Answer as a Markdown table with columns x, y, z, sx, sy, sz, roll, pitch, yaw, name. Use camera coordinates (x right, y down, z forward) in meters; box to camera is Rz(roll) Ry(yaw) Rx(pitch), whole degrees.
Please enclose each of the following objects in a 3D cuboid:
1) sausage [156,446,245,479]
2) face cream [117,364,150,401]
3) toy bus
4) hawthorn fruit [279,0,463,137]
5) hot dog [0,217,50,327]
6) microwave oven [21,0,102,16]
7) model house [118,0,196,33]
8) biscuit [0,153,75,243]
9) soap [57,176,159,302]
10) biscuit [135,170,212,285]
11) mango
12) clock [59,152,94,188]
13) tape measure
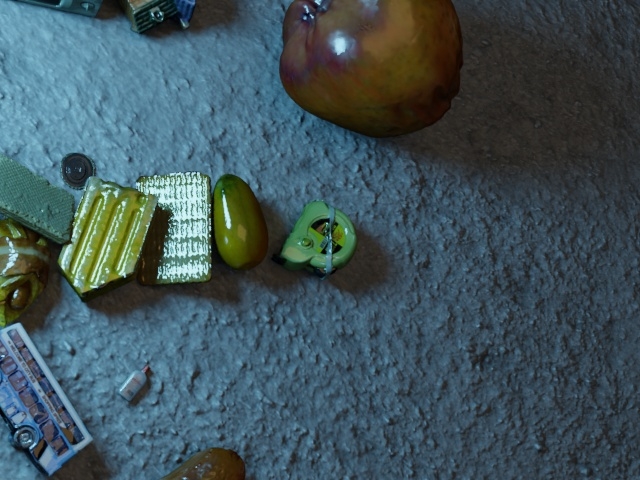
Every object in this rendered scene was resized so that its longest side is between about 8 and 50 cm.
| x | y | z | sx | sy | sz | roll | pitch | yaw | name |
| --- | --- | --- | --- | --- | --- | --- | --- | --- | --- |
| -0.270 | 0.533 | 1.664 | 0.258 | 0.133 | 0.133 | -28 | 92 | -30 | sausage |
| -0.397 | 0.304 | 1.708 | 0.040 | 0.021 | 0.083 | 43 | 64 | -12 | face cream |
| -0.582 | 0.313 | 1.568 | 0.131 | 0.106 | 0.297 | -32 | 96 | -31 | toy bus |
| 0.143 | -0.465 | 1.920 | 0.471 | 0.471 | 0.472 | 6 | 76 | -26 | hawthorn fruit |
| -0.601 | 0.048 | 1.603 | 0.123 | 0.093 | 0.262 | 35 | 53 | -62 | hot dog |
| -0.614 | -0.636 | 1.718 | 0.295 | 0.181 | 0.238 | 6 | 74 | -26 | microwave oven |
| -0.371 | -0.569 | 1.844 | 0.182 | 0.166 | 0.172 | -31 | 97 | -17 | model house |
| -0.587 | -0.084 | 1.602 | 0.199 | 0.040 | 0.121 | 36 | 43 | -44 | biscuit |
| -0.457 | 0.008 | 1.695 | 0.160 | 0.080 | 0.258 | 17 | 72 | -5 | soap |
| -0.326 | -0.027 | 1.774 | 0.172 | 0.029 | 0.255 | -3 | 80 | 5 | biscuit |
| -0.188 | -0.041 | 1.823 | 0.120 | 0.151 | 0.221 | -13 | 76 | 11 | mango |
| -0.535 | -0.153 | 1.746 | 0.074 | 0.010 | 0.083 | 8 | 75 | -26 | clock |
| 0.000 | 0.000 | 1.932 | 0.175 | 0.106 | 0.200 | 29 | 65 | -4 | tape measure |
